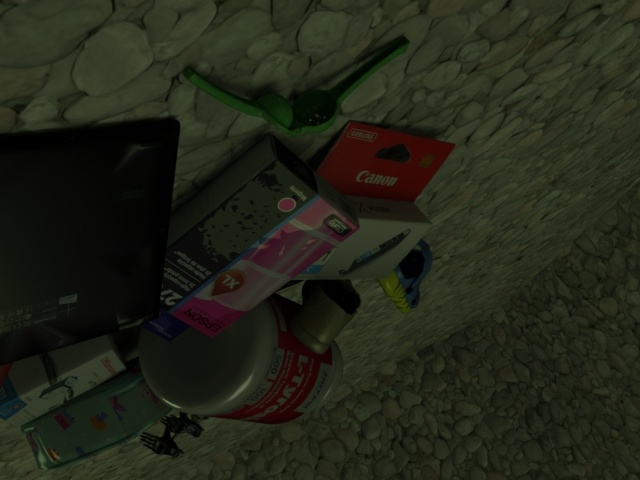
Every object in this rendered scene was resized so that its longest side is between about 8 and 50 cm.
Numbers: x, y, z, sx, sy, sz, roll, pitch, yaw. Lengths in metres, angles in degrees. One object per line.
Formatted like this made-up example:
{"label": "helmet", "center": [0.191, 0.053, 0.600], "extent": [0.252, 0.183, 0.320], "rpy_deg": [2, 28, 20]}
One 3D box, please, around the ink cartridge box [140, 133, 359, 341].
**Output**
{"label": "ink cartridge box", "center": [-0.142, 0.026, 1.119], "extent": [0.371, 0.069, 0.176], "rpy_deg": [-36, 131, 20]}

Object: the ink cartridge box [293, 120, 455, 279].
{"label": "ink cartridge box", "center": [0.077, -0.049, 1.271], "extent": [0.296, 0.066, 0.261], "rpy_deg": [2, 133, -50]}

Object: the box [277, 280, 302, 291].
{"label": "box", "center": [0.000, 0.000, 1.420], "extent": [0.175, 0.051, 0.220], "rpy_deg": [-22, 160, -26]}

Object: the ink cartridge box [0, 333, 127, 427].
{"label": "ink cartridge box", "center": [-0.406, 0.194, 1.236], "extent": [0.191, 0.082, 0.139], "rpy_deg": [-26, 162, -13]}

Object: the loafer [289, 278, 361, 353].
{"label": "loafer", "center": [0.023, 0.102, 1.370], "extent": [0.092, 0.102, 0.268], "rpy_deg": [-44, -172, 19]}

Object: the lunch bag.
{"label": "lunch bag", "center": [-0.366, 0.285, 1.416], "extent": [0.279, 0.107, 0.224], "rpy_deg": [-25, -175, 21]}

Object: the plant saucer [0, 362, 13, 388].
{"label": "plant saucer", "center": [-0.535, 0.212, 1.000], "extent": [0.259, 0.047, 0.258], "rpy_deg": [-14, 174, -42]}

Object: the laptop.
{"label": "laptop", "center": [-0.399, 0.032, 0.910], "extent": [0.382, 0.236, 0.407], "rpy_deg": [-15, 128, -42]}

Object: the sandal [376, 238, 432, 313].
{"label": "sandal", "center": [0.201, 0.077, 1.857], "extent": [0.138, 0.126, 0.317], "rpy_deg": [-36, 164, 1]}

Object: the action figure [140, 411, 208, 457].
{"label": "action figure", "center": [-0.280, 0.336, 1.752], "extent": [0.164, 0.141, 0.275], "rpy_deg": [-49, -177, 25]}

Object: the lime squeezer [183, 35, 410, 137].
{"label": "lime squeezer", "center": [-0.025, -0.163, 0.929], "extent": [0.310, 0.058, 0.110], "rpy_deg": [-17, 158, -36]}

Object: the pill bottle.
{"label": "pill bottle", "center": [-0.112, 0.201, 1.415], "extent": [0.229, 0.229, 0.408], "rpy_deg": [-35, 155, 11]}
